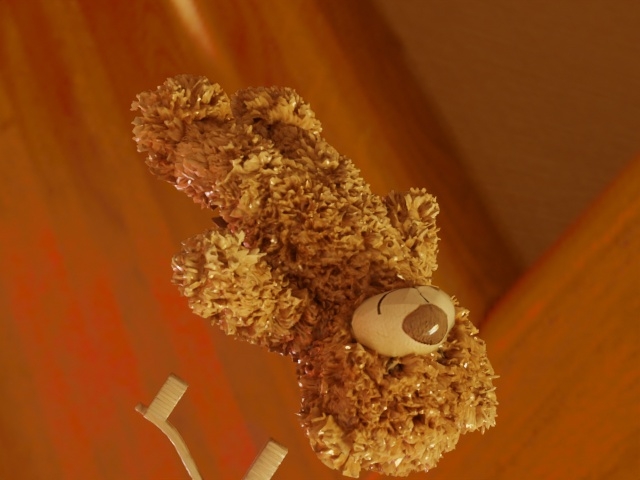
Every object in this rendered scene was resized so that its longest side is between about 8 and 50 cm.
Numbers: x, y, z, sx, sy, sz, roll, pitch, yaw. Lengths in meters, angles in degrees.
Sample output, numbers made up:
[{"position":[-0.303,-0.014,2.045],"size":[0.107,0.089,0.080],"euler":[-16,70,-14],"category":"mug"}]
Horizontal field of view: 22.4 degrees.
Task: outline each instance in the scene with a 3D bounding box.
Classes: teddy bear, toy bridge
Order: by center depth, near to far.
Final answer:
[{"position":[-0.045,0.163,1.093],"size":[0.063,0.188,0.026],"euler":[-57,2,-1],"category":"toy bridge"},{"position":[0.000,0.000,1.113],"size":[0.113,0.245,0.338],"euler":[-48,40,26],"category":"teddy bear"}]
